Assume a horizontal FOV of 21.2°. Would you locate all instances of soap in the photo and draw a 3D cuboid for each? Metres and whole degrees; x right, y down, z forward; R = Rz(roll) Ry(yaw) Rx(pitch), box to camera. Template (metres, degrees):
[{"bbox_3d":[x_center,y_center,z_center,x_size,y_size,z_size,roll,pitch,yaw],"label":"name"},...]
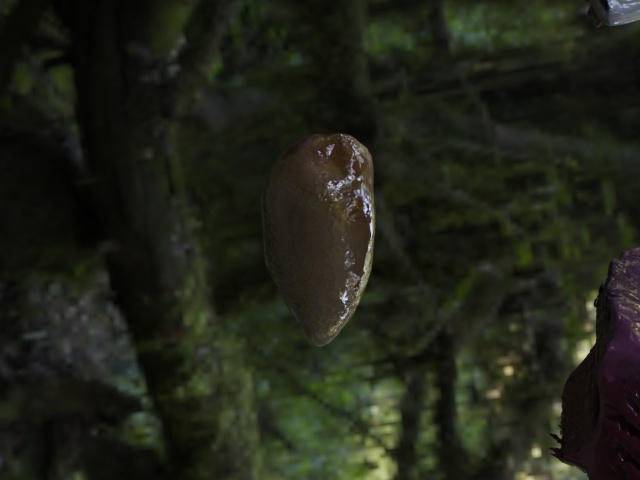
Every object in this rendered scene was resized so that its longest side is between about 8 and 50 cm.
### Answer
[{"bbox_3d":[0.250,0.100,1.110,0.289,0.182,0.112,-63,172,-69],"label":"soap"}]

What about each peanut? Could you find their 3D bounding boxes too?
[{"bbox_3d":[0.000,0.000,1.098,0.076,0.076,0.152,-76,172,-61],"label":"peanut"}]

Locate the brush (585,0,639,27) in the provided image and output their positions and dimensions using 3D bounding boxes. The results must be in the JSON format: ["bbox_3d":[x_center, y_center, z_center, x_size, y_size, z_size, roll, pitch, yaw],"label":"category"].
[{"bbox_3d":[0.293,-0.190,1.013,0.050,0.321,0.060,132,-62,-73],"label":"brush"}]
